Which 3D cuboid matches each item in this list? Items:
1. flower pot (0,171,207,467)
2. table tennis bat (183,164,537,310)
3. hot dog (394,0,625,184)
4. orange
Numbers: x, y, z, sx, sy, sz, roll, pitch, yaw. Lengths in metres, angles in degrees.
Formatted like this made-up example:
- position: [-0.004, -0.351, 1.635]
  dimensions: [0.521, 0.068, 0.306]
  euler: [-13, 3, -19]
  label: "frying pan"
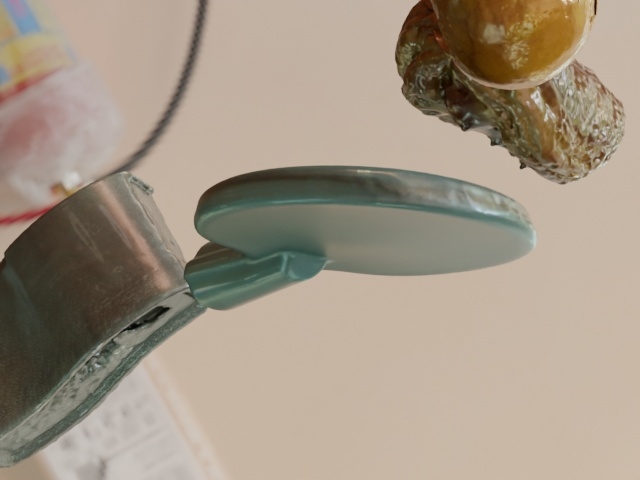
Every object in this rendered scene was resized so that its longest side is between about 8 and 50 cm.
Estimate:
- position: [-0.191, 0.062, 1.255]
  dimensions: [0.229, 0.108, 0.103]
  euler: [-40, 161, 15]
  label: "flower pot"
- position: [0.000, 0.000, 0.795]
  dimensions: [0.149, 0.038, 0.237]
  euler: [9, 166, -26]
  label: "table tennis bat"
- position: [0.146, -0.114, 1.284]
  dimensions: [0.227, 0.160, 0.099]
  euler: [17, 105, -52]
  label: "hot dog"
- position: [0.082, -0.107, 0.724]
  dimensions: [0.070, 0.083, 0.083]
  euler: [-19, 177, 13]
  label: "orange"
